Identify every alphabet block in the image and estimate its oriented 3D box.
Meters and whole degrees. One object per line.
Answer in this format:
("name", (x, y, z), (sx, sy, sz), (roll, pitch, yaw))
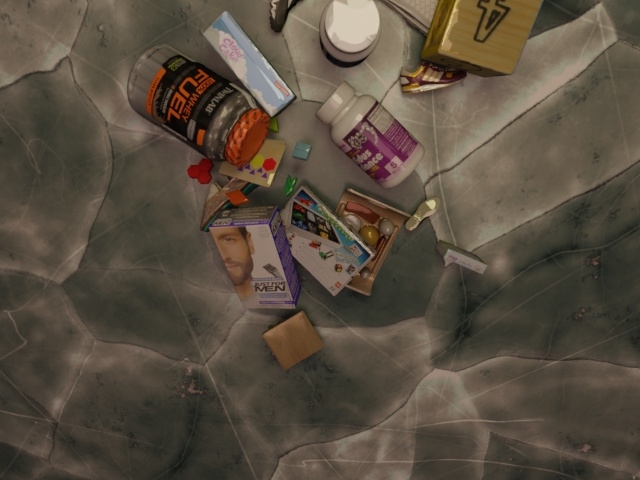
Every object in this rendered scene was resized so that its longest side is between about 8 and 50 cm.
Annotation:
("alphabet block", (0.392, -0.533, 1.014), (0.197, 0.192, 0.193), (14, 108, -5))

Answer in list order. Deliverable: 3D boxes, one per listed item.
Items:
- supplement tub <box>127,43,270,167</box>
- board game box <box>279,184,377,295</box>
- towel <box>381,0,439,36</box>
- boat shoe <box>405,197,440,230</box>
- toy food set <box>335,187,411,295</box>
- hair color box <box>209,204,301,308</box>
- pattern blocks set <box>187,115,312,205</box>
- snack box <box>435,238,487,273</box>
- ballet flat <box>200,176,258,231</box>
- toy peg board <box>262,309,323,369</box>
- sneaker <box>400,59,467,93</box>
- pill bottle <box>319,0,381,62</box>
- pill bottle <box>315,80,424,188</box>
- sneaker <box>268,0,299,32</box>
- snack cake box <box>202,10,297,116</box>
("supplement tub", (-0.319, -0.352, 1.092), (0.338, 0.207, 0.207), (32, 107, 4))
("board game box", (0.000, 0.000, 1.262), (0.305, 0.053, 0.193), (45, 112, 6))
("towel", (0.343, -0.716, 1.074), (0.332, 0.053, 0.317), (31, 106, -10))
("boat shoe", (0.325, -0.084, 1.293), (0.049, 0.043, 0.137), (46, 103, 13))
("toy food set", (0.124, 0.010, 1.300), (0.220, 0.092, 0.306), (22, 107, -7))
("hair color box", (-0.188, 0.061, 1.247), (0.185, 0.110, 0.338), (-3, 126, 15))
("pattern blocks set", (-0.200, -0.235, 1.178), (0.325, 0.026, 0.285), (26, 82, 16))
("snack box", (0.451, 0.051, 1.306), (0.141, 0.100, 0.037), (22, 107, -7))
("ballet flat", (-0.277, -0.160, 1.257), (0.316, 0.107, 0.106), (-41, 84, 8))
("toy peg board", (-0.100, 0.339, 1.435), (0.161, 0.079, 0.161), (-30, 107, -6))
("sneaker", (0.319, -0.472, 1.147), (0.186, 0.069, 0.083), (-12, 113, 4))
("pill bottle", (0.073, -0.528, 1.028), (0.153, 0.264, 0.153), (0, 109, 0))
("pill bottle", (0.136, -0.300, 1.155), (0.301, 0.169, 0.169), (40, 105, -11))
("sneaker", (-0.068, -0.672, 1.079), (0.106, 0.078, 0.234), (17, 106, -2))
("snack cake box", (-0.183, -0.470, 1.110), (0.089, 0.152, 0.264), (-38, 104, 12))
